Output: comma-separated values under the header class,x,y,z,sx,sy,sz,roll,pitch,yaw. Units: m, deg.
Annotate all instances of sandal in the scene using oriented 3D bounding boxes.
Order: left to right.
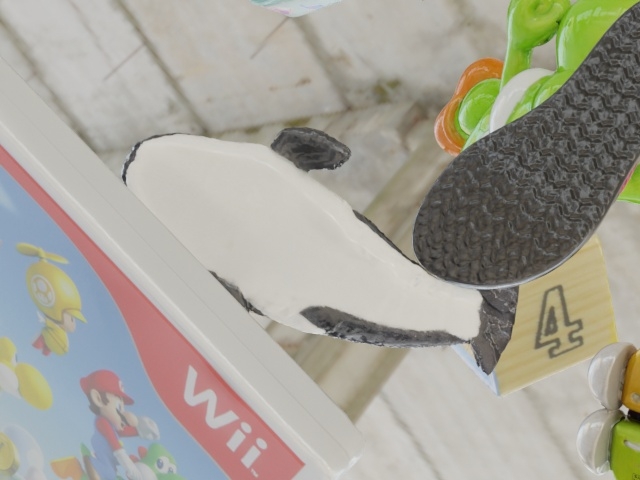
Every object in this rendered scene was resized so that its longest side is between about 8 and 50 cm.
class,x,y,z,sx,sy,sz,roll,pitch,yaw
sandal,0.115,-0.039,0.589,0.067,0.179,0.040,43,-15,14

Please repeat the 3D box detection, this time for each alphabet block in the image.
class,x,y,z,sx,sy,sz,roll,pitch,yaw
alphabet block,0.285,0.075,1.854,0.192,0.197,0.193,-131,-159,-59

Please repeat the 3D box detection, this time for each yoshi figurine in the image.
class,x,y,z,sx,sy,sz,roll,pitch,yaw
yoshi figurine,0.215,-0.115,1.086,0.203,0.203,0.362,0,-1,-4

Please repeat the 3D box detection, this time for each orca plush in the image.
class,x,y,z,sx,sy,sz,roll,pitch,yaw
orca plush,0.000,0.000,0.923,0.287,0.151,0.102,10,2,-4

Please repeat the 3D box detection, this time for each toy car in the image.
class,x,y,z,sx,sy,sz,roll,pitch,yaw
toy car,0.373,0.190,1.388,0.159,0.136,0.182,17,-74,36

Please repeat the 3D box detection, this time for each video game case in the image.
class,x,y,z,sx,sy,sz,roll,pitch,yaw
video game case,-0.121,0.076,0.507,0.204,0.025,0.285,45,-45,8

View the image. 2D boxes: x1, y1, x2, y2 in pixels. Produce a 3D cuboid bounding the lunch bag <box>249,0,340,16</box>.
class,x,y,z,sx,sy,sz,roll,pitch,yaw
lunch bag,-0.012,-0.468,1.800,0.224,0.108,0.279,-10,-102,45
